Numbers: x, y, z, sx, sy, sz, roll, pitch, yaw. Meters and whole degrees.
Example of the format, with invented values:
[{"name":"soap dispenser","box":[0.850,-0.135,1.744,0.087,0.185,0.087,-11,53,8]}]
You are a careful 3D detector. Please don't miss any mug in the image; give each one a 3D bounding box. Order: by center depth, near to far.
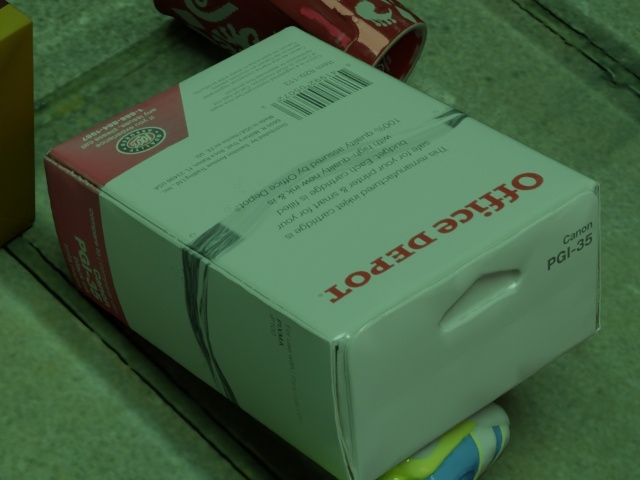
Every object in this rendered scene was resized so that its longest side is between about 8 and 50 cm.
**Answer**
[{"name":"mug","box":[-0.027,-0.156,1.308,0.169,0.113,0.150,37,29,14]}]

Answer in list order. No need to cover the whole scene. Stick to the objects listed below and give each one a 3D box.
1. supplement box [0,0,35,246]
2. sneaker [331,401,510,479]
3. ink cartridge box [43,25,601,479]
[{"name":"supplement box","box":[-0.290,-0.091,1.166,0.194,0.191,0.129,37,56,20]},{"name":"sneaker","box":[0.037,0.191,1.079,0.240,0.091,0.126,-29,80,-28]},{"name":"ink cartridge box","box":[0.000,0.000,1.133,0.207,0.117,0.283,-30,41,-28]}]
